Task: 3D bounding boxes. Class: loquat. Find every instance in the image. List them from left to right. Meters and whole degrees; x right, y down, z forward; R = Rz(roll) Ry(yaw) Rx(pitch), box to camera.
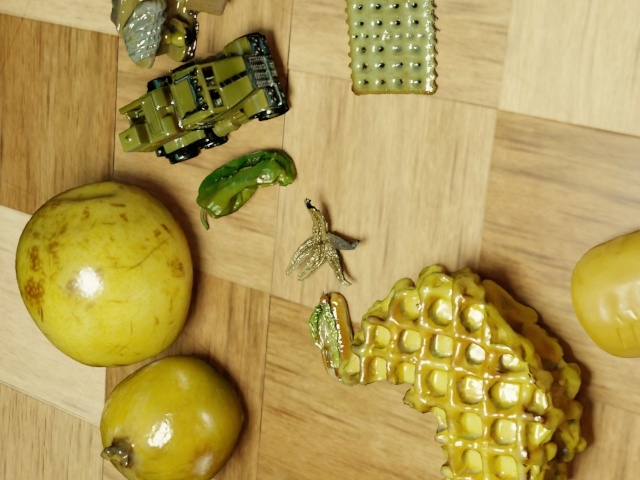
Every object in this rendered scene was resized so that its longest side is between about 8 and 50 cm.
[{"bbox_3d":[-0.234,0.279,1.785,0.213,0.246,0.214,11,110,33],"label":"loquat"}]

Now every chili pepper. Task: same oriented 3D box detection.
[{"bbox_3d":[-0.130,-0.073,1.733,0.204,0.072,0.073,-27,97,35],"label":"chili pepper"}]

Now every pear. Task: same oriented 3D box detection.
[{"bbox_3d":[-0.319,0.051,1.787,0.280,0.280,0.281,9,106,35],"label":"pear"}]

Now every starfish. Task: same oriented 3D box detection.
[{"bbox_3d":[0.004,-0.002,1.669,0.133,0.041,0.130,-3,107,31],"label":"starfish"}]

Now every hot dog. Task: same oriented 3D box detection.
[{"bbox_3d":[0.016,0.135,1.692,0.056,0.041,0.133,-6,97,37],"label":"hot dog"}]

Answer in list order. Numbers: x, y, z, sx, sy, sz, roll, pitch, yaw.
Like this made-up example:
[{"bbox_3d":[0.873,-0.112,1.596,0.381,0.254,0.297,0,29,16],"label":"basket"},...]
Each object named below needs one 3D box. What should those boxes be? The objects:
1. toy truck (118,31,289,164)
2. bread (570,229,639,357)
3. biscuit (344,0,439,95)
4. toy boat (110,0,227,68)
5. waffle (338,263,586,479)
[{"bbox_3d":[-0.170,-0.199,1.706,0.257,0.127,0.127,-19,87,35],"label":"toy truck"},{"bbox_3d":[0.420,0.033,1.339,0.305,0.091,0.142,-28,88,38],"label":"bread"},{"bbox_3d":[0.091,-0.287,1.556,0.144,0.016,0.203,7,105,36],"label":"biscuit"},{"bbox_3d":[-0.173,-0.444,1.649,0.162,0.136,0.446,26,114,19],"label":"toy boat"},{"bbox_3d":[0.182,0.193,1.519,0.324,0.151,0.261,54,129,13],"label":"waffle"}]
